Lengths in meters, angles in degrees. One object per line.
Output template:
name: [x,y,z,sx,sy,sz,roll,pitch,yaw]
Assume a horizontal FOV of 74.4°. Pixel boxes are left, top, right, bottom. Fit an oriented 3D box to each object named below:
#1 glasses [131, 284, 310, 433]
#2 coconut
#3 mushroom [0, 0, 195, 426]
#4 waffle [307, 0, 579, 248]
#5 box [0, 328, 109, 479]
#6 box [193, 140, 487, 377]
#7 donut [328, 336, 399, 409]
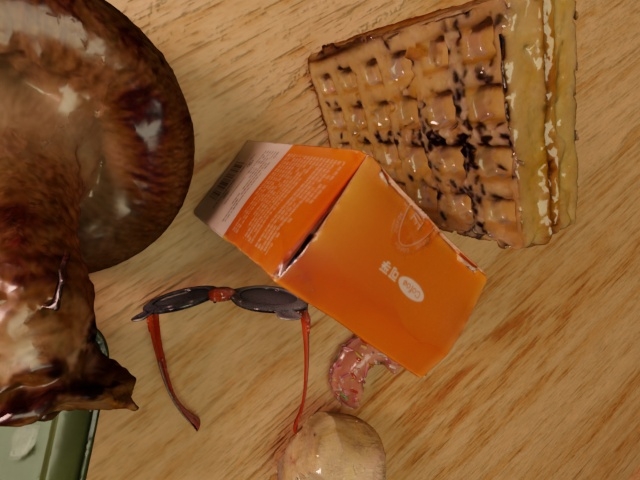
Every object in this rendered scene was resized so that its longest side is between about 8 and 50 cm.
glasses: [-0.125,0.190,0.605,0.235,0.118,0.268,-3,104,5]
coconut: [0.032,0.402,0.750,0.195,0.194,0.194,-7,106,-26]
mushroom: [-0.290,-0.067,0.370,0.331,0.356,0.333,12,114,-17]
waffle: [0.129,-0.145,0.547,0.114,0.376,0.260,-23,114,-22]
box: [-0.419,0.189,0.439,0.329,0.178,0.252,13,80,-28]
box: [0.000,0.000,0.533,0.225,0.341,0.143,38,85,-30]
donut: [0.082,0.236,0.800,0.166,0.065,0.117,-46,120,-12]
